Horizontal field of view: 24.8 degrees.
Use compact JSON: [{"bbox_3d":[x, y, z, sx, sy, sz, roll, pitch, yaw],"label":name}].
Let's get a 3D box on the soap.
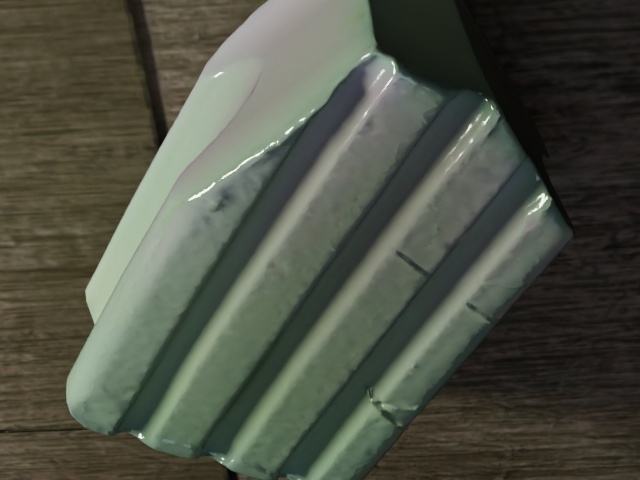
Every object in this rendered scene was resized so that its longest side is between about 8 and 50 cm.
[{"bbox_3d":[0.000,0.000,0.850,0.208,0.115,0.347,18,133,-18],"label":"soap"}]
